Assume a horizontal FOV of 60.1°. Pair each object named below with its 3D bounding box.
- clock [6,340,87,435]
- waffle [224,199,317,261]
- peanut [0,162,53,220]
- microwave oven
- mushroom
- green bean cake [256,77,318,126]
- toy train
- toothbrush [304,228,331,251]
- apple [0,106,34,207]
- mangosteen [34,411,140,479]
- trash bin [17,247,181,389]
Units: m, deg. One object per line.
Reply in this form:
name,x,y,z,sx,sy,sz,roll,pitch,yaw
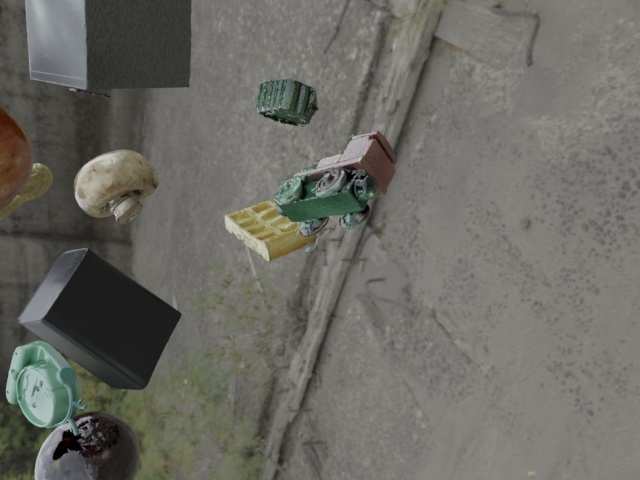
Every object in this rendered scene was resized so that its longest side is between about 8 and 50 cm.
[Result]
clock,-0.578,0.324,1.179,0.211,0.066,0.159,29,111,23
waffle,-0.146,-0.038,1.579,0.274,0.168,0.057,32,138,49
peanut,-0.989,-0.148,1.773,0.111,0.274,0.125,55,162,-22
microwave oven,-0.617,-0.635,1.664,0.236,0.432,0.374,14,111,23
mushroom,-0.400,-0.105,1.097,0.127,0.166,0.166,54,151,0
green bean cake,-0.069,-0.400,1.627,0.208,0.193,0.107,14,91,56
toy train,0.028,-0.137,1.332,0.304,0.150,0.221,-7,43,43
toothbrush,0.000,0.000,1.514,0.204,0.022,0.017,-40,-57,-66
apple,-0.827,-0.212,1.295,0.301,0.301,0.301,179,90,-66
mangosteen,-0.539,0.532,1.289,0.228,0.228,0.265,58,138,48
trash bin,-0.390,0.141,0.991,0.115,0.225,0.165,-8,47,36
